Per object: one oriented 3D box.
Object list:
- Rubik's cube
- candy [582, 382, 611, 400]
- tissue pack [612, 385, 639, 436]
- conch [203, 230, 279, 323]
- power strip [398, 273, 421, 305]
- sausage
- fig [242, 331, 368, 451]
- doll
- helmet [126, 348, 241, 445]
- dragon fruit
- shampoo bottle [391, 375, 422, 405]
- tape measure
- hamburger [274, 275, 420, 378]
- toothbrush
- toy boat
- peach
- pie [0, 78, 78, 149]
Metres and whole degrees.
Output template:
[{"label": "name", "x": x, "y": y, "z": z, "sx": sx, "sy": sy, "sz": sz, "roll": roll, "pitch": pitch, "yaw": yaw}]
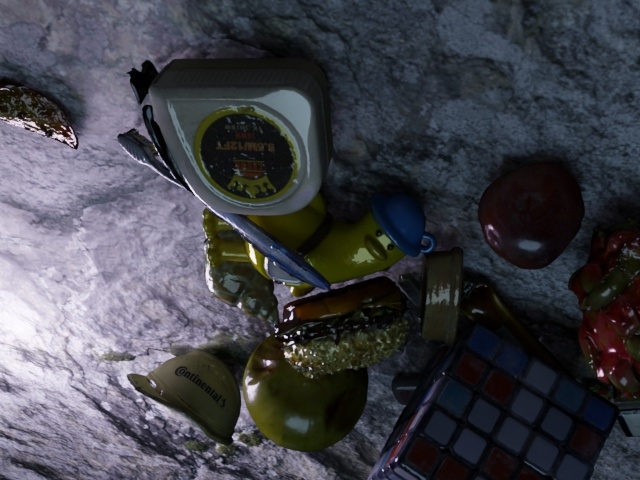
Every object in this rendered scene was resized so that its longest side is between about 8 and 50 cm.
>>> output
[{"label": "Rubik's cube", "x": 0.284, "y": 0.355, "z": 1.517, "sx": 0.293, "sy": 0.292, "sz": 0.287, "roll": 33, "pitch": 157, "yaw": 5}, {"label": "candy", "x": 0.536, "y": 0.324, "z": 1.692, "sx": 0.055, "sy": 0.049, "sz": 0.185, "roll": 1, "pitch": 147, "yaw": 26}, {"label": "tissue pack", "x": 0.623, "y": 0.292, "z": 1.584, "sx": 0.170, "sy": 0.090, "sz": 0.103, "roll": -10, "pitch": 134, "yaw": 29}, {"label": "conch", "x": -0.145, "y": 0.062, "z": 1.544, "sx": 0.116, "sy": 0.106, "sz": 0.173, "roll": -14, "pitch": 121, "yaw": 4}, {"label": "power strip", "x": 0.162, "y": 0.086, "z": 1.541, "sx": 0.027, "sy": 0.017, "sz": 0.083, "roll": -18, "pitch": 131, "yaw": 31}, {"label": "sausage", "x": 0.347, "y": 0.185, "z": 1.553, "sx": 0.082, "sy": 0.082, "sz": 0.371, "roll": -22, "pitch": 127, "yaw": 35}, {"label": "fig", "x": -0.032, "y": 0.285, "z": 1.659, "sx": 0.239, "sy": 0.239, "sz": 0.271, "roll": 15, "pitch": 149, "yaw": 0}, {"label": "doll", "x": 0.000, "y": 0.000, "z": 1.392, "sx": 0.363, "sy": 0.145, "sz": 0.199, "roll": 1, "pitch": 119, "yaw": 9}, {"label": "helmet", "x": -0.254, "y": 0.296, "z": 1.818, "sx": 0.257, "sy": 0.137, "sz": 0.204, "roll": 35, "pitch": 175, "yaw": -12}, {"label": "dragon fruit", "x": 0.493, "y": 0.102, "z": 1.297, "sx": 0.231, "sy": 0.237, "sz": 0.303, "roll": -12, "pitch": 115, "yaw": 14}, {"label": "shampoo bottle", "x": 0.227, "y": 0.296, "z": 1.744, "sx": 0.165, "sy": 0.040, "sz": 0.080, "roll": -5, "pitch": 135, "yaw": 23}, {"label": "tape measure", "x": -0.120, "y": -0.146, "z": 1.267, "sx": 0.271, "sy": 0.133, "sz": 0.231, "roll": 2, "pitch": 126, "yaw": 10}, {"label": "hamburger", "x": 0.043, "y": 0.144, "z": 1.450, "sx": 0.243, "sy": 0.139, "sz": 0.261, "roll": -16, "pitch": 177, "yaw": 6}, {"label": "toothbrush", "x": -0.148, "y": -0.047, "z": 1.332, "sx": 0.413, "sy": 0.042, "sz": 0.035, "roll": 37, "pitch": 131, "yaw": 12}, {"label": "toy boat", "x": 0.196, "y": 0.080, "z": 1.443, "sx": 0.061, "sy": 0.116, "sz": 0.188, "roll": 2, "pitch": 138, "yaw": 4}, {"label": "peach", "x": 0.309, "y": -0.025, "z": 1.271, "sx": 0.152, "sy": 0.152, "sz": 0.152, "roll": 8, "pitch": 140, "yaw": 7}, {"label": "pie", "x": -0.465, "y": -0.206, "z": 1.383, "sx": 0.191, "sy": 0.033, "sz": 0.088, "roll": 25, "pitch": 135, "yaw": -12}]
